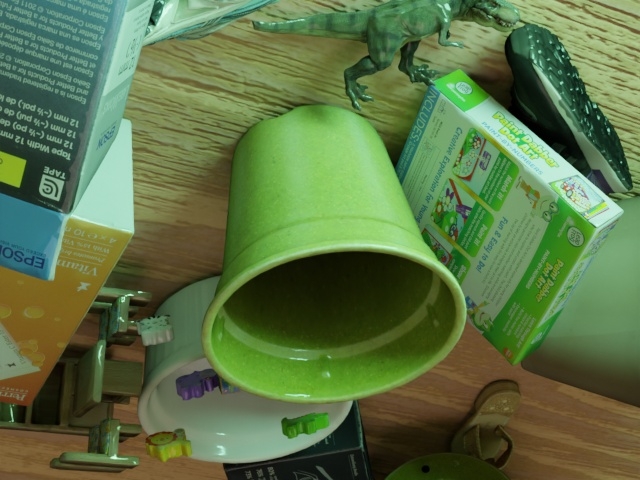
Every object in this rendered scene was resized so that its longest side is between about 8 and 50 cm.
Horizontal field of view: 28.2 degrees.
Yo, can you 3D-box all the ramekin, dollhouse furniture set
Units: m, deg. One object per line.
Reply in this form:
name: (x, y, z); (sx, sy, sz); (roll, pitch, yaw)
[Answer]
ramekin: (-0.102, 0.164, 1.670); (0.277, 0.135, 0.277); (-5, 141, -4)
dollhouse furniture set: (-0.322, 0.180, 1.598); (0.161, 0.212, 0.242); (8, 162, -19)

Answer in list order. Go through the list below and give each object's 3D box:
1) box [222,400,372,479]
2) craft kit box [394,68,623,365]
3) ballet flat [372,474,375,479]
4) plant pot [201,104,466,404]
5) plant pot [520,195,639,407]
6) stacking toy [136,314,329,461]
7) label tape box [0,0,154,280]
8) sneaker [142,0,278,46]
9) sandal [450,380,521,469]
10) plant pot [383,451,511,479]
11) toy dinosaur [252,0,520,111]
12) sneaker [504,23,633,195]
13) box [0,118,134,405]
box: (-0.034, 0.314, 1.881); (0.207, 0.108, 0.153); (-10, 140, 1)
craft kit box: (0.187, -0.022, 1.428); (0.061, 0.246, 0.249); (-26, 153, -34)
ballet flat: (-0.047, 0.428, 2.025); (0.281, 0.096, 0.095); (-18, 140, 12)
plant pot: (0.000, 0.000, 1.398); (0.276, 0.253, 0.276); (-5, 140, -5)
plant pot: (0.390, 0.074, 1.550); (0.281, 0.323, 0.323); (3, 142, 11)
stacking toy: (-0.105, 0.161, 1.507); (0.221, 0.052, 0.166); (-9, 109, -12)
label tape box: (-0.291, -0.170, 1.097); (0.249, 0.115, 0.347); (19, 113, 0)
sneaker: (-0.154, -0.220, 1.212); (0.283, 0.110, 0.122); (-16, 167, 0)
sandal: (0.258, 0.314, 1.956); (0.088, 0.079, 0.240); (0, 140, -11)
plant pot: (0.194, 0.516, 1.963); (0.367, 0.366, 0.353); (-7, 140, -2)
toy dinosaur: (0.070, -0.203, 1.324); (0.268, 0.064, 0.118); (-7, 134, 2)
sneaker: (0.246, -0.120, 1.421); (0.124, 0.107, 0.283); (-20, 139, 23)
box: (-0.368, 0.011, 1.411); (0.215, 0.168, 0.345); (13, 136, -25)
